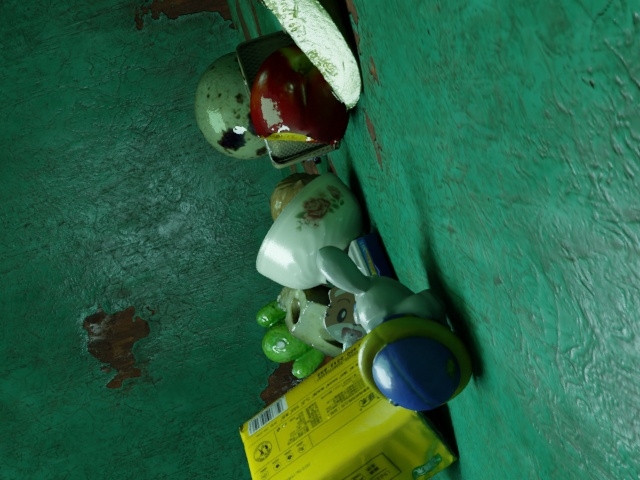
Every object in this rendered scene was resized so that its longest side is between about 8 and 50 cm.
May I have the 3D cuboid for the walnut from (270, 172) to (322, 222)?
[{"bbox_3d":[-0.033,-0.078,2.136,0.213,0.213,0.213,161,90,-85],"label":"walnut"}]

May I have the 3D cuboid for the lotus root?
[{"bbox_3d":[0.061,0.186,1.935,0.142,0.314,0.210,-57,21,26],"label":"lotus root"}]

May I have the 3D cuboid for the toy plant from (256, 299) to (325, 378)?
[{"bbox_3d":[-0.007,0.242,2.255,0.184,0.316,0.224,95,157,-76],"label":"toy plant"}]

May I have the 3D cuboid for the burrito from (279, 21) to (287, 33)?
[{"bbox_3d":[-0.077,-0.511,1.683,0.087,0.060,0.226,96,154,-68],"label":"burrito"}]

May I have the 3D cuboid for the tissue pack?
[{"bbox_3d":[0.051,0.424,1.754,0.228,0.382,0.293,48,-172,-32],"label":"tissue pack"}]

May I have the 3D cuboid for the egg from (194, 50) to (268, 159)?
[{"bbox_3d":[-0.208,-0.378,2.308,0.379,0.288,0.287,-108,2,-66],"label":"egg"}]

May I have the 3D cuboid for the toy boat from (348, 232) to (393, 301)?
[{"bbox_3d":[0.126,0.139,1.710,0.129,0.088,0.295,84,167,-69],"label":"toy boat"}]

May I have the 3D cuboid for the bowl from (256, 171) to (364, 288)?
[{"bbox_3d":[0.000,0.000,1.811,0.145,0.277,0.277,36,163,16],"label":"bowl"}]

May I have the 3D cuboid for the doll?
[{"bbox_3d":[0.121,0.124,1.278,0.311,0.159,0.242,44,-146,-23],"label":"doll"}]

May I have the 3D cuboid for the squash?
[{"bbox_3d":[-0.008,-0.331,1.325,0.169,0.093,0.252,-19,-88,-50],"label":"squash"}]

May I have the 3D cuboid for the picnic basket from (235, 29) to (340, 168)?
[{"bbox_3d":[-0.065,-0.302,1.736,0.139,0.165,0.266,81,170,-67],"label":"picnic basket"}]

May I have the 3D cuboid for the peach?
[{"bbox_3d":[-0.037,-0.238,1.516,0.196,0.190,0.226,48,154,29],"label":"peach"}]

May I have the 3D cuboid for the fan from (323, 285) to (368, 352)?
[{"bbox_3d":[0.067,0.209,1.832,0.008,0.152,0.226,-102,28,-74],"label":"fan"}]

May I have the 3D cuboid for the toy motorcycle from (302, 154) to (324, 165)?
[{"bbox_3d":[-0.029,-0.250,2.035,0.215,0.080,0.122,116,135,-89],"label":"toy motorcycle"}]
